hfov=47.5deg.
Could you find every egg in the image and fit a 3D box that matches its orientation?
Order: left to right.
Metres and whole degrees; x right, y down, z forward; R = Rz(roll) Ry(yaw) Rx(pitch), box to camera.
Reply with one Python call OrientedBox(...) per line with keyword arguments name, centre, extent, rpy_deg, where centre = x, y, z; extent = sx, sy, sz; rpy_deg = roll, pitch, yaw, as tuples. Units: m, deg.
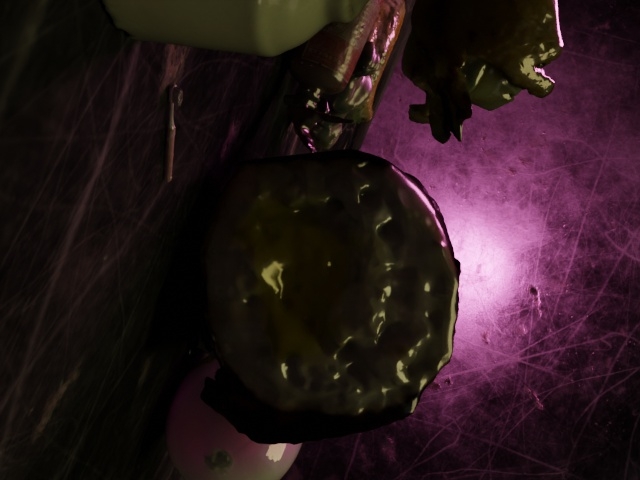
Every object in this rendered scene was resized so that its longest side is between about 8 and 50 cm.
OrientedBox(name="egg", centre=(-0.117, 0.248, 1.027), extent=(0.271, 0.196, 0.196), rpy_deg=(-155, -92, -82))

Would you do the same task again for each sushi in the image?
OrientedBox(name="sushi", centre=(-0.002, 0.063, 0.817), extent=(0.294, 0.281, 0.299), rpy_deg=(153, -46, -86))

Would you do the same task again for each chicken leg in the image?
OrientedBox(name="chicken leg", centre=(0.099, -0.269, 0.457), extent=(0.201, 0.153, 0.429), rpy_deg=(171, -80, -71))

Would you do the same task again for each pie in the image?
OrientedBox(name="pie", centre=(0.100, -0.364, 1.453), extent=(0.277, 0.078, 0.277), rpy_deg=(18, 90, -89))

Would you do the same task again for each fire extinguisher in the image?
OrientedBox(name="fire extinguisher", centre=(0.016, -0.219, 0.817), extent=(0.106, 0.075, 0.252), rpy_deg=(15, -100, 63))

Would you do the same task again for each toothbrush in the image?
OrientedBox(name="toothbrush", centre=(-0.107, -0.074, 0.523), extent=(0.006, 0.008, 0.097), rpy_deg=(-47, 166, -36))

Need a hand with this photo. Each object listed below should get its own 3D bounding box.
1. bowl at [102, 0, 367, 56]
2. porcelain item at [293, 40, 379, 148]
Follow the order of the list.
OrientedBox(name="bowl", centre=(-0.015, -0.186, 0.373), extent=(0.211, 0.112, 0.211), rpy_deg=(22, 90, -85))
OrientedBox(name="porcelain item", centre=(0.029, -0.199, 0.947), extent=(0.216, 0.069, 0.081), rpy_deg=(138, -27, -66))
